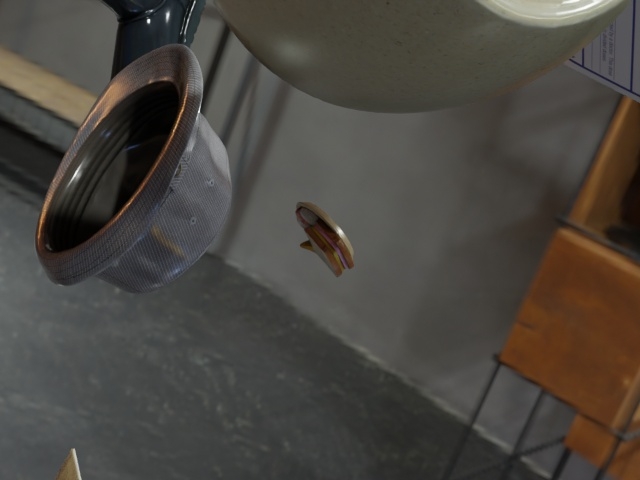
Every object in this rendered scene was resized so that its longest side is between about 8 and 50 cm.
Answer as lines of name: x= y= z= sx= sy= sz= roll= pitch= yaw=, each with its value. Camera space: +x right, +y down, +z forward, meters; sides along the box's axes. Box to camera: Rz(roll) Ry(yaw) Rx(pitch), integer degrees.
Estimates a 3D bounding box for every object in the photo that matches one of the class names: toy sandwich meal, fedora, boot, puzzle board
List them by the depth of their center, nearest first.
toy sandwich meal: x=0.000 y=0.000 z=1.227 sx=0.085 sy=0.029 sz=0.085 roll=45 pitch=-14 yaw=14
fedora: x=-0.174 y=-0.054 z=1.331 sx=0.124 sy=0.243 sz=0.275 roll=38 pitch=52 yaw=-32
boot: x=-0.229 y=-0.253 z=1.432 sx=0.094 sy=0.246 sz=0.207 roll=-2 pitch=-27 yaw=33
puzzle board: x=-0.352 y=0.368 z=1.799 sx=0.011 sy=0.096 sz=0.128 roll=17 pitch=27 yaw=-29

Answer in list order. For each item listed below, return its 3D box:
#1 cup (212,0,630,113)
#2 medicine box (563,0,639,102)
cup: x=0.097 y=-0.232 z=0.854 sx=0.331 sy=0.331 sz=0.237 roll=14 pitch=9 yaw=-23
medicine box: x=0.367 y=-0.242 z=1.163 sx=0.149 sy=0.263 sz=0.289 roll=-38 pitch=52 yaw=-23
